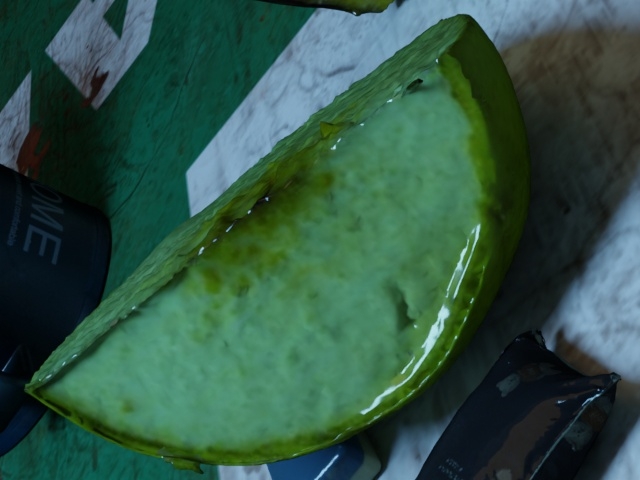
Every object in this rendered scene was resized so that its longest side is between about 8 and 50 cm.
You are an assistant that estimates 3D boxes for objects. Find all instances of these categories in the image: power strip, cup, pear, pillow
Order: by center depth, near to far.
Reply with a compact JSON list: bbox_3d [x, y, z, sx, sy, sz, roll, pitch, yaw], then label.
[{"bbox_3d":[0.076,0.112,0.713,0.150,0.048,0.090,-58,35,-1],"label":"pillow"},{"bbox_3d":[0.005,0.001,0.856,0.288,0.139,0.239,-38,16,17],"label":"pear"},{"bbox_3d":[-0.006,0.107,0.881,0.056,0.032,0.123,-54,28,16],"label":"power strip"},{"bbox_3d":[-0.362,0.041,1.290,0.242,0.292,0.308,-41,32,36],"label":"cup"}]

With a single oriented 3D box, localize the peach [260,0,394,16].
[{"bbox_3d":[-0.008,-0.315,1.005,0.242,0.306,0.380,-38,29,51],"label":"peach"}]
